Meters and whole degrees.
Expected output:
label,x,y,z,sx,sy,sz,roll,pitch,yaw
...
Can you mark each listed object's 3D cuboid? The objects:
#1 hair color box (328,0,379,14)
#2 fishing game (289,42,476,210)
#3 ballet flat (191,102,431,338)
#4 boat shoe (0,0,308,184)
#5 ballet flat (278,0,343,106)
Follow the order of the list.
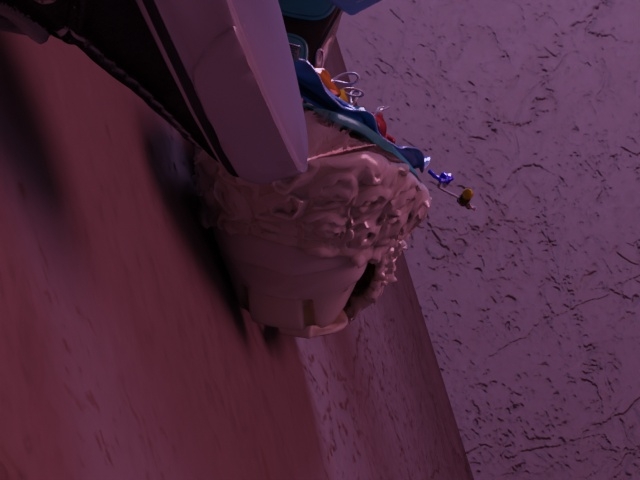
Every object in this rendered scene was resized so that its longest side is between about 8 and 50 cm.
label,x,y,z,sx,sy,sz,roll,pitch,yaw
hair color box,-0.051,-0.278,0.868,0.374,0.113,0.185,22,48,-58
fishing game,0.003,-0.109,1.104,0.264,0.041,0.189,36,1,8
ballet flat,0.000,0.000,1.063,0.409,0.147,0.147,31,42,-80
boat shoe,-0.099,-0.128,0.581,0.306,0.105,0.113,58,19,-45
ballet flat,-0.020,-0.167,1.294,0.068,0.072,0.213,63,43,-84
